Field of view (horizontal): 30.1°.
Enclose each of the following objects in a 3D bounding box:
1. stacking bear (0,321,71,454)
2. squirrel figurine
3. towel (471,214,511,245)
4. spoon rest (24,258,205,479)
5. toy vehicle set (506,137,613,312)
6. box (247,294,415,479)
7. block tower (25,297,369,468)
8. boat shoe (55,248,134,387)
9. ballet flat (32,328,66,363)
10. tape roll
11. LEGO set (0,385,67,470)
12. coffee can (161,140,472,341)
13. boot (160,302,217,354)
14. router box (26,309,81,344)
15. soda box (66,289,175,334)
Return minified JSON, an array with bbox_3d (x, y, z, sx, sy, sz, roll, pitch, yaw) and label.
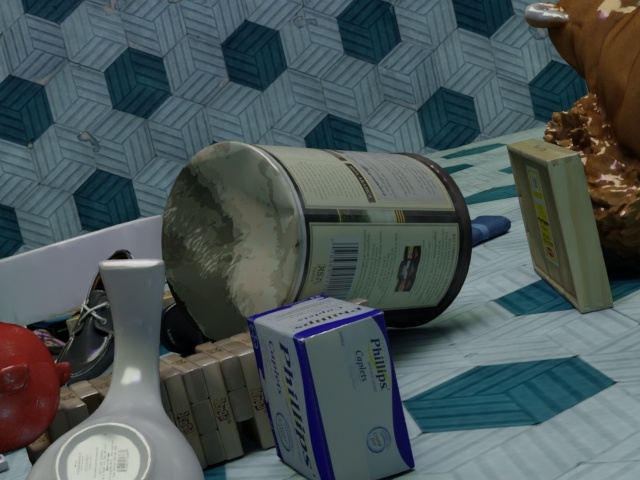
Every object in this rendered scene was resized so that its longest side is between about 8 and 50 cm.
[{"bbox_3d":[-0.342,0.151,0.950,0.289,0.164,0.175,-25,-16,10],"label":"stacking bear"},{"bbox_3d":[0.380,-0.172,1.445,0.281,0.397,0.370,22,14,-37],"label":"squirrel figurine"},{"bbox_3d":[0.232,-0.012,1.814,0.119,0.029,0.067,-20,11,-40],"label":"towel"},{"bbox_3d":[-0.152,0.139,0.912,0.137,0.084,0.276,-1,46,1],"label":"spoon rest"},{"bbox_3d":[0.267,-0.026,1.356,0.035,0.166,0.267,-14,8,2],"label":"toy vehicle set"},{"bbox_3d":[0.005,0.117,0.941,0.072,0.126,0.137,-15,8,-20],"label":"box"},{"bbox_3d":[-0.091,0.142,1.059,0.335,0.091,0.097,-17,9,-19],"label":"block tower"},{"bbox_3d":[-0.283,0.102,1.507,0.084,0.079,0.233,-1,35,19],"label":"boat shoe"},{"bbox_3d":[-0.375,0.165,1.470,0.079,0.076,0.221,11,16,19],"label":"ballet flat"},{"bbox_3d":[-0.355,0.047,1.760,0.286,0.100,0.286,-17,2,1],"label":"tape roll"},{"bbox_3d":[-0.315,0.201,1.263,0.244,0.060,0.182,-19,22,-29],"label":"LEGO set"},{"bbox_3d":[0.000,0.000,1.265,0.202,0.201,0.275,-6,-4,43],"label":"coffee can"},{"bbox_3d":[-0.065,0.075,1.451,0.246,0.094,0.207,-25,9,-25],"label":"boot"},{"bbox_3d":[-0.328,0.119,1.757,0.179,0.046,0.133,-18,8,-30],"label":"router box"},{"bbox_3d":[-0.249,0.112,1.624,0.181,0.061,0.058,-13,9,4],"label":"soda box"}]
